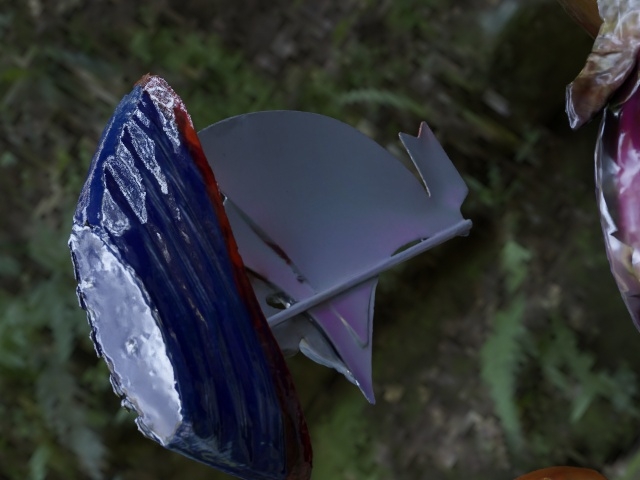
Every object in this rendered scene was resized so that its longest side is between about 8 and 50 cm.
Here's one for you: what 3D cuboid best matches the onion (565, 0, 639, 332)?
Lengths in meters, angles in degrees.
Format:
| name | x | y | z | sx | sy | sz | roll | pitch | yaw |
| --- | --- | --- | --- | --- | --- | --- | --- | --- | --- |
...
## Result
| name | x | y | z | sx | sy | sz | roll | pitch | yaw |
| --- | --- | --- | --- | --- | --- | --- | --- | --- | --- |
| onion | 0.251 | -0.021 | 0.866 | 0.159 | 0.349 | 0.267 | -6 | 52 | 32 |

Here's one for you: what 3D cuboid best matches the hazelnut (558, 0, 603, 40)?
| name | x | y | z | sx | sy | sz | roll | pitch | yaw |
| --- | --- | --- | --- | --- | --- | --- | --- | --- | --- |
| hazelnut | 0.325 | -0.209 | 1.114 | 0.402 | 0.429 | 0.402 | -23 | 64 | 57 |

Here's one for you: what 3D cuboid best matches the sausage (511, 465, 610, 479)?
| name | x | y | z | sx | sy | sz | roll | pitch | yaw |
| --- | --- | --- | --- | --- | --- | --- | --- | --- | --- |
| sausage | 0.069 | 0.153 | 0.866 | 0.197 | 0.076 | 0.076 | -39 | 22 | 55 |

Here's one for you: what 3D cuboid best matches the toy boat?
| name | x | y | z | sx | sy | sz | roll | pitch | yaw |
| --- | --- | --- | --- | --- | --- | --- | --- | --- | --- |
| toy boat | -0.021 | -0.015 | 1.095 | 0.072 | 0.219 | 0.318 | -22 | 24 | 43 |
